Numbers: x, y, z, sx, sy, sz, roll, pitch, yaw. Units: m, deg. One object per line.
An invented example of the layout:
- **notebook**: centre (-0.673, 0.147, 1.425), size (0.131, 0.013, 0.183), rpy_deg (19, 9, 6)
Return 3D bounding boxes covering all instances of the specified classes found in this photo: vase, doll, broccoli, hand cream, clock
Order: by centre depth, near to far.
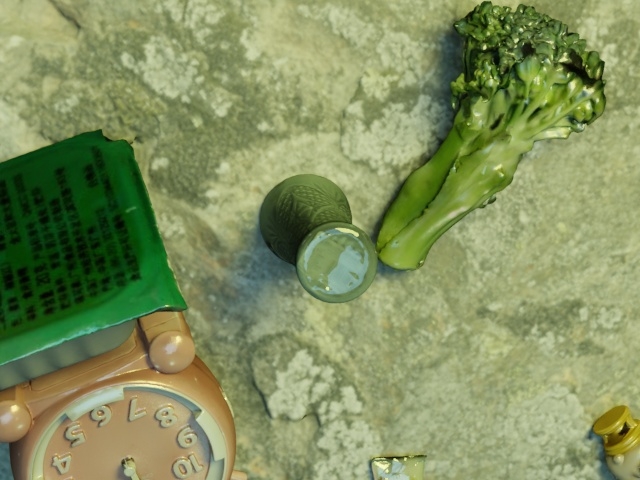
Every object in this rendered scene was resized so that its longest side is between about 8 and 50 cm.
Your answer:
- **vase**: centre (0.000, 0.000, 1.457), size (0.096, 0.219, 0.096), rpy_deg (-2, 102, -8)
- **broccoli**: centre (0.150, -0.095, 1.521), size (0.165, 0.145, 0.304), rpy_deg (27, 107, -24)
- **clock**: centre (-0.197, 0.200, 1.521), size (0.227, 0.142, 0.241), rpy_deg (-23, 114, -3)
- **hand cream**: centre (0.087, 0.301, 1.633), size (0.061, 0.039, 0.143), rpy_deg (-3, 98, -6)
- **doll**: centre (0.351, 0.242, 1.635), size (0.073, 0.084, 0.127), rpy_deg (-38, 98, 1)

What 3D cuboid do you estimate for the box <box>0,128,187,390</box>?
- **box**: centre (-0.305, 0.052, 1.435), size (0.336, 0.264, 0.106), rpy_deg (-20, 135, -4)
